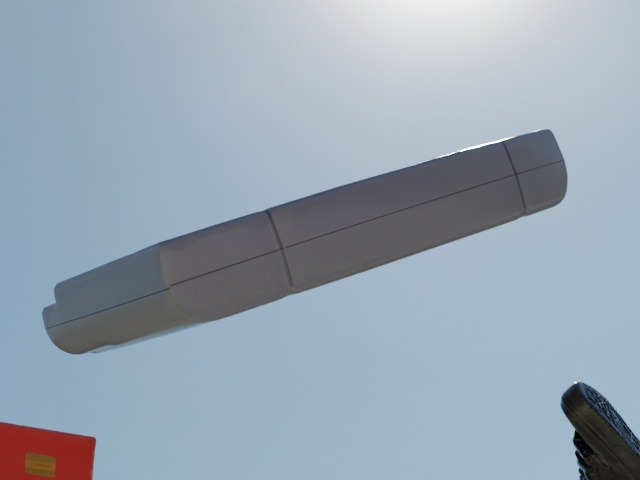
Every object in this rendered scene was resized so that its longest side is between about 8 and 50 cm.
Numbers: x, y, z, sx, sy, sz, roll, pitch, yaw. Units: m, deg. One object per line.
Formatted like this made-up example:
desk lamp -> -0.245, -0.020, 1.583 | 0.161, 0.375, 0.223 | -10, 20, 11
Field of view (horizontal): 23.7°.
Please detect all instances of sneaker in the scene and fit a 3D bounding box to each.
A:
sneaker -> 0.193, 0.175, 1.031 | 0.089, 0.051, 0.170 | -39, -65, 16

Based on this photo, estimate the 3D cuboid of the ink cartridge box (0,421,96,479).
ink cartridge box -> -0.373, 0.291, 1.486 | 0.296, 0.066, 0.261 | 9, -61, 3

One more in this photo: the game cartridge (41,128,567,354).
game cartridge -> 0.000, 0.000, 0.927 | 0.297, 0.062, 0.198 | -18, 4, -34
